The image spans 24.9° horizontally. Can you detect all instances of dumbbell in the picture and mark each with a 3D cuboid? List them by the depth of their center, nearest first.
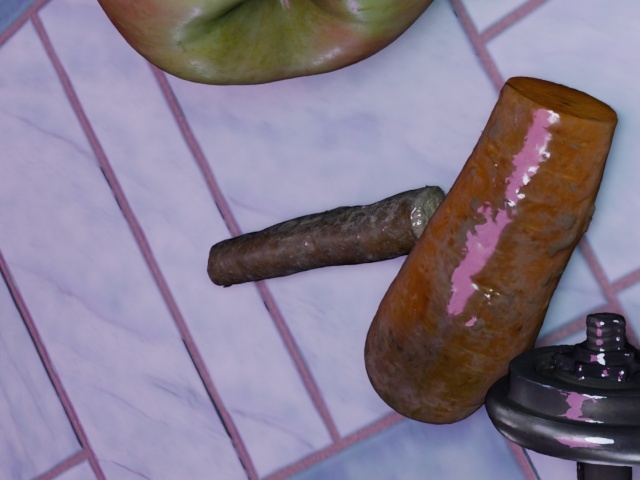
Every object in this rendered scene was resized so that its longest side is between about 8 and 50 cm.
[{"bbox_3d":[0.219,0.198,1.126,0.192,0.192,0.290,8,104,36],"label":"dumbbell"}]

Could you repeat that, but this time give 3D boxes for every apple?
[{"bbox_3d":[-0.039,-0.289,1.145,0.319,0.319,0.277,-26,64,38],"label":"apple"}]

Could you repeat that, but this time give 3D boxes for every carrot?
[{"bbox_3d":[0.136,0.017,1.189,0.138,0.138,0.302,34,119,27],"label":"carrot"}]

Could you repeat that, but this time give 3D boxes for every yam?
[{"bbox_3d":[0.000,0.000,1.335,0.274,0.061,0.061,-11,93,40],"label":"yam"}]
